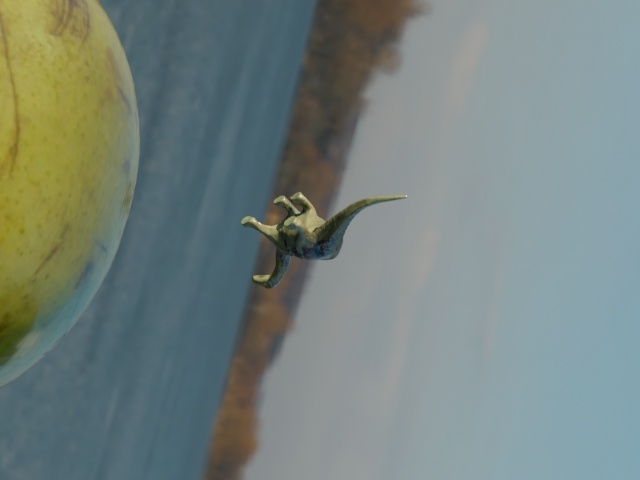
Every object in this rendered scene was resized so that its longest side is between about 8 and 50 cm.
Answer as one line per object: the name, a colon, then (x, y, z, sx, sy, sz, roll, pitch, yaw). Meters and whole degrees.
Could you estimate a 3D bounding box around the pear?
pear: (-0.219, -0.045, 0.803, 0.283, 0.283, 0.284, -165, -90, -89)

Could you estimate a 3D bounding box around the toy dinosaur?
toy dinosaur: (-0.012, -0.009, 1.184, 0.180, 0.058, 0.037, -24, -146, 61)
